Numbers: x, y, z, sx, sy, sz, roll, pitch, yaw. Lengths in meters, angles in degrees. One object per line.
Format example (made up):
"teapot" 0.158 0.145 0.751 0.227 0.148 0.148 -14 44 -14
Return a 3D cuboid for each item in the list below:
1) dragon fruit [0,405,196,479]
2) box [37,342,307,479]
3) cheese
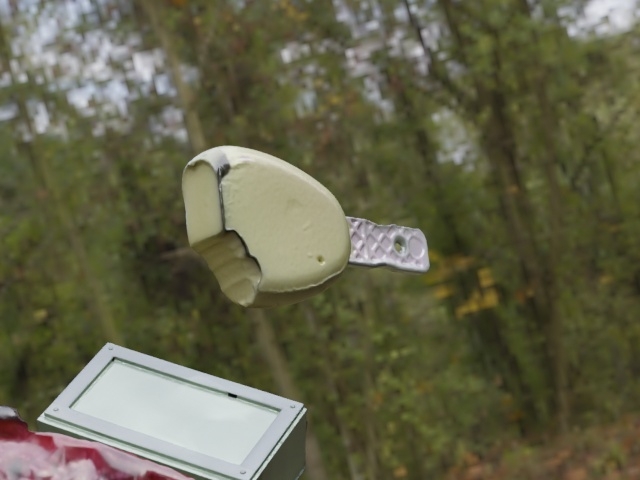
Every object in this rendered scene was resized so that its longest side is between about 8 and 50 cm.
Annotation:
"dragon fruit" -0.133 0.277 0.772 0.386 0.371 0.249 -17 -21 -6
"box" -0.141 0.195 1.636 0.225 0.086 0.129 15 37 19
"cheese" 0.000 0.000 1.367 0.255 0.127 0.050 10 -24 -43
